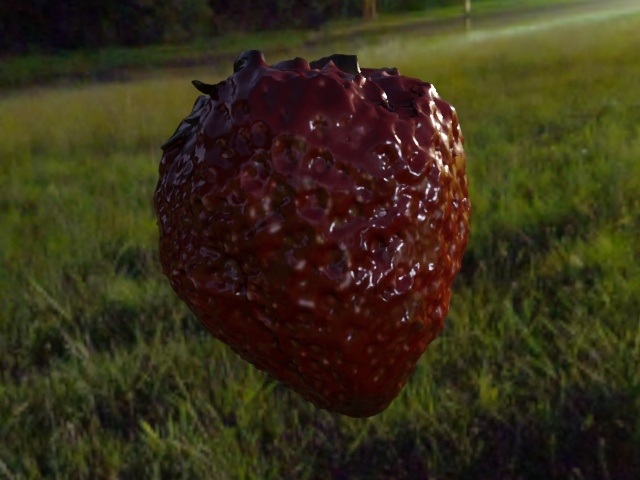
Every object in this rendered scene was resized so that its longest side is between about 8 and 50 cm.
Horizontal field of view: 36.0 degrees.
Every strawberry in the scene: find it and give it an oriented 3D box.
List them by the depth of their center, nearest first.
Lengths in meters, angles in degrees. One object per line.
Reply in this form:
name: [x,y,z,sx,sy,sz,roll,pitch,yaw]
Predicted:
strawberry: [0.000,0.000,0.758,0.258,0.276,0.257,-8,-1,0]
